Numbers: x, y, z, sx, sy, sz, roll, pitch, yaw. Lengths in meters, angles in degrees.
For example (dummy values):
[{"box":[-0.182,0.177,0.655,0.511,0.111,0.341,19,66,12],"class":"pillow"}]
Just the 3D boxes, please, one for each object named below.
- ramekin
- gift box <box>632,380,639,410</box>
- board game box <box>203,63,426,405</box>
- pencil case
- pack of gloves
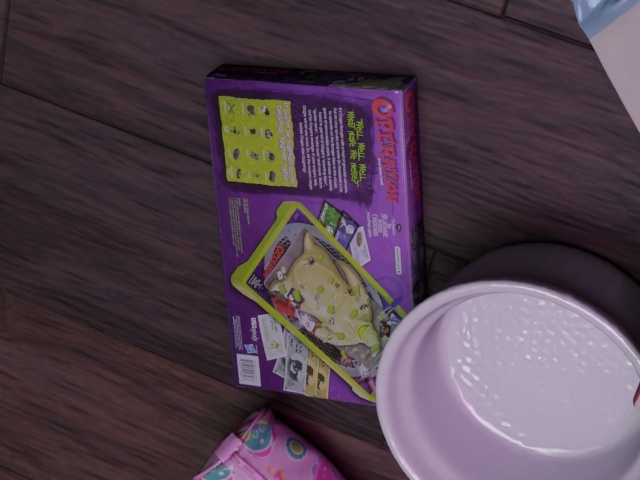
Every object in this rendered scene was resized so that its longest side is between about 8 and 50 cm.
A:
[{"box":[0.203,0.137,1.479,0.277,0.135,0.277,10,117,20],"class":"ramekin"},{"box":[0.412,0.018,1.263,0.258,0.255,0.276,25,128,9],"class":"gift box"},{"box":[0.000,0.000,1.557,0.208,0.056,0.347,9,118,25],"class":"board game box"},{"box":[-0.002,0.308,1.661,0.284,0.124,0.124,46,124,1],"class":"pencil case"},{"box":[0.288,-0.239,1.303,0.195,0.046,0.232,-39,75,35],"class":"pack of gloves"}]
